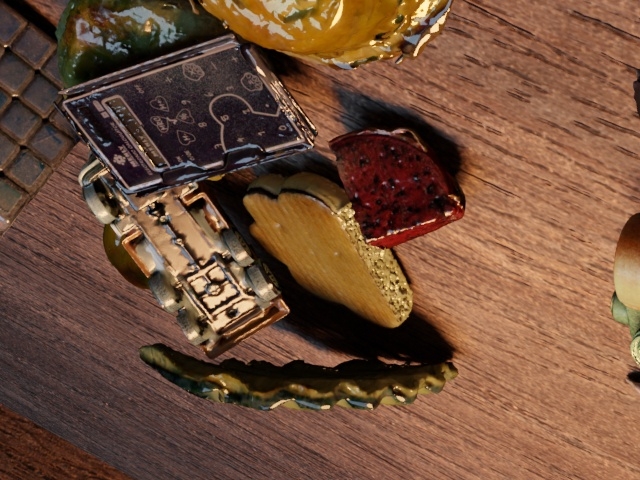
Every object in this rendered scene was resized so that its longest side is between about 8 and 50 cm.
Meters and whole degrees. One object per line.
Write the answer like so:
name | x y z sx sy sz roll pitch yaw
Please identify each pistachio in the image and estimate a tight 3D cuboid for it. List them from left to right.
pistachio | -0.261 0.004 2.170 0.110 0.100 0.189 30 158 2

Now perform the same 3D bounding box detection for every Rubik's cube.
Rubik's cube | -0.434 -0.154 1.910 0.237 0.237 0.238 39 162 -12

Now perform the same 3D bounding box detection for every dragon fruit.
dragon fruit | 0.090 -0.059 1.623 0.127 0.120 0.161 -16 170 11

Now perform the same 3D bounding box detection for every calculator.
calculator | -0.148 -0.133 1.638 0.274 0.028 0.166 -14 130 32

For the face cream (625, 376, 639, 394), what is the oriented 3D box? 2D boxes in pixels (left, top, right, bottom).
face cream | 0.471 0.226 1.570 0.235 0.137 0.420 35 177 -4

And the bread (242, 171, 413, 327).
bread | 0.000 0.000 1.866 0.207 0.056 0.286 20 153 33

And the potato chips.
potato chips | -0.033 0.179 2.022 0.358 0.070 0.429 2 180 -35

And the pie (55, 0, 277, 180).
pie | -0.174 -0.171 1.681 0.277 0.078 0.277 19 142 15

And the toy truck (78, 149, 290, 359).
toy truck | -0.174 -0.016 1.914 0.305 0.136 0.162 56 -173 -22

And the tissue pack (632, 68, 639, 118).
tissue pack | 0.393 -0.020 1.176 0.245 0.123 0.332 8 136 35

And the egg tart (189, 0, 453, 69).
egg tart | -0.026 -0.249 1.261 0.295 0.116 0.295 17 135 18

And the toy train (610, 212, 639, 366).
toy train | 0.398 0.064 1.406 0.285 0.116 0.177 18 141 35
